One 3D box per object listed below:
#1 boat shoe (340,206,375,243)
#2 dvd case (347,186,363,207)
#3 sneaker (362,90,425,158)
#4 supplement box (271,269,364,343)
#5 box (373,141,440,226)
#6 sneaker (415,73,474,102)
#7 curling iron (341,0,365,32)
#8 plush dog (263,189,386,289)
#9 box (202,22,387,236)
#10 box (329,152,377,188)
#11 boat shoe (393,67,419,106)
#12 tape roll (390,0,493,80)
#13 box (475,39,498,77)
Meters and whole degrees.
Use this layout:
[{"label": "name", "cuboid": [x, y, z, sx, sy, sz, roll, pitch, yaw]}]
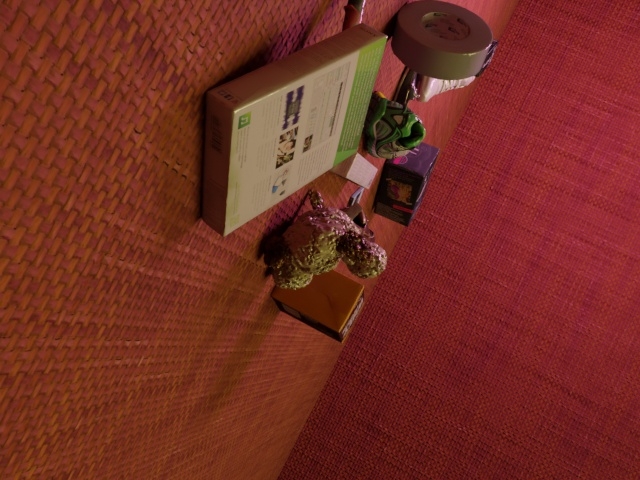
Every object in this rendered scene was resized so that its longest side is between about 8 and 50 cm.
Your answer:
[{"label": "boat shoe", "cuboid": [0.095, -0.035, 1.830, 0.342, 0.123, 0.123, -1, 114, -67]}, {"label": "dvd case", "cuboid": [0.096, -0.098, 1.944, 0.087, 0.013, 0.119, -46, 160, -54]}, {"label": "sneaker", "cuboid": [0.199, -0.270, 1.672, 0.134, 0.146, 0.343, -63, 165, 4]}, {"label": "supplement box", "cuboid": [-0.001, 0.149, 1.627, 0.129, 0.191, 0.194, -60, 168, -14]}, {"label": "box", "cuboid": [0.300, -0.207, 2.259, 0.165, 0.143, 0.270, -57, 166, -37]}, {"label": "sneaker", "cuboid": [0.399, -0.524, 2.003, 0.305, 0.152, 0.114, -54, 167, -34]}, {"label": "curling iron", "cuboid": [0.040, -0.370, 1.054, 0.035, 0.068, 0.274, 27, 84, -77]}, {"label": "plush dog", "cuboid": [0.000, 0.000, 1.352, 0.225, 0.263, 0.210, -47, 128, -81]}, {"label": "box", "cuboid": [-0.039, -0.169, 0.958, 0.322, 0.058, 0.232, -35, 153, -36]}, {"label": "box", "cuboid": [0.080, -0.179, 1.589, 0.067, 0.063, 0.324, -66, 168, 6]}, {"label": "boat shoe", "cuboid": [0.248, -0.411, 1.806, 0.206, 0.065, 0.075, -68, 168, 20]}, {"label": "tape roll", "cuboid": [0.273, -0.456, 1.450, 0.219, 0.219, 0.072, -54, 165, -39]}, {"label": "box", "cuboid": [0.421, -0.575, 1.915, 0.147, 0.180, 0.077, -50, 162, -50]}]
